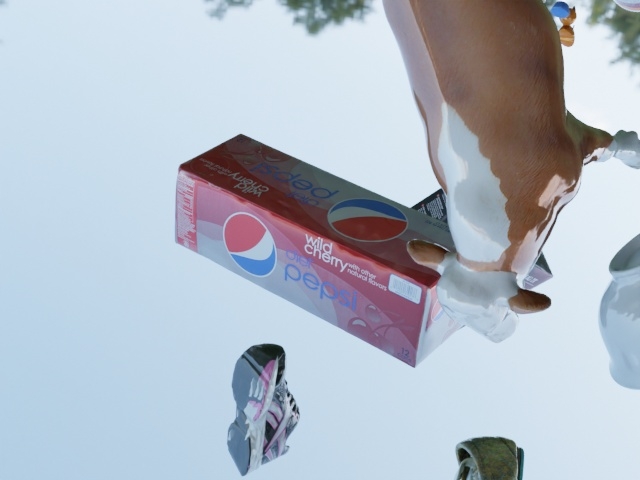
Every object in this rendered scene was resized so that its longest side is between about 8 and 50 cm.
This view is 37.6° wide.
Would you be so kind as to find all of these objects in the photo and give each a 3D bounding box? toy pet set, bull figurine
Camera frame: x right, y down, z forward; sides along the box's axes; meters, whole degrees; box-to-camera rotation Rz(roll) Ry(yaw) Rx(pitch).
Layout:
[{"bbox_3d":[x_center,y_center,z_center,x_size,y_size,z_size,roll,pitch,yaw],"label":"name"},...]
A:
[{"bbox_3d":[0.187,-0.211,0.870,0.122,0.114,0.065,15,-109,29],"label":"toy pet set"},{"bbox_3d":[0.120,-0.093,0.611,0.101,0.310,0.188,-6,-168,45],"label":"bull figurine"}]

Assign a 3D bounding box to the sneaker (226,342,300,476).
[{"bbox_3d":[-0.060,0.192,1.110,0.077,0.178,0.072,-10,-141,-33],"label":"sneaker"}]

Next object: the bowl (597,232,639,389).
[{"bbox_3d":[0.475,0.052,1.231,0.134,0.298,0.298,53,-137,-4],"label":"bowl"}]

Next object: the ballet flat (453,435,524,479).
[{"bbox_3d":[0.228,0.436,1.325,0.123,0.123,0.348,8,-127,-1],"label":"ballet flat"}]

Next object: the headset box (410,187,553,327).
[{"bbox_3d":[0.255,0.017,1.661,0.110,0.293,0.218,24,-140,-47],"label":"headset box"}]

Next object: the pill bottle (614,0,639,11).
[{"bbox_3d":[0.487,-0.454,1.472,0.121,0.121,0.221,35,-172,32],"label":"pill bottle"}]

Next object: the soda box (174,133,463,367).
[{"bbox_3d":[0.000,0.000,0.794,0.263,0.083,0.092,26,-141,28],"label":"soda box"}]
